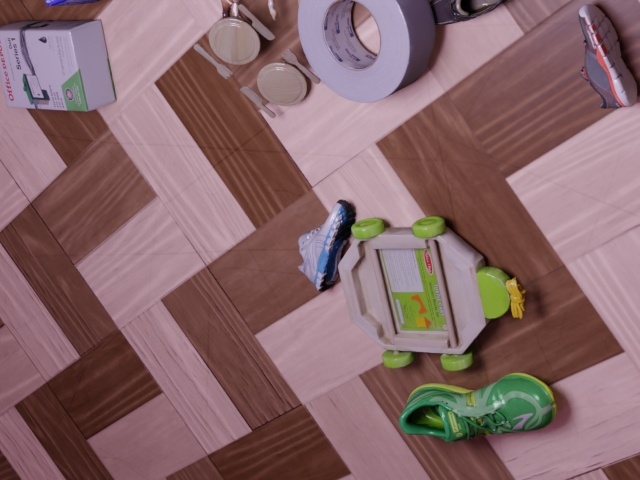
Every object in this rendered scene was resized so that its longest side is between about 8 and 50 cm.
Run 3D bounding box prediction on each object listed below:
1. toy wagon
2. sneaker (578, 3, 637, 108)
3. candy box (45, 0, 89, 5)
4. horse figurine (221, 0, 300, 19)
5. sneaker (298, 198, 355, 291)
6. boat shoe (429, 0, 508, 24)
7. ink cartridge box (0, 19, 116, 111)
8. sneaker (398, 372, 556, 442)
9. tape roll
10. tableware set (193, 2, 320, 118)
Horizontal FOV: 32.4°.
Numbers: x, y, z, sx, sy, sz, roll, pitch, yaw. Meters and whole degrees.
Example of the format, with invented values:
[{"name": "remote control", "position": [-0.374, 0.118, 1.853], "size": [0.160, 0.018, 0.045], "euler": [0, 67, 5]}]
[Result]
[{"name": "toy wagon", "position": [0.193, 0.089, 1.857], "size": [0.344, 0.068, 0.267], "euler": [-1, 112, 34]}, {"name": "sneaker", "position": [0.389, -0.254, 1.559], "size": [0.065, 0.061, 0.158], "euler": [-15, 103, 45]}, {"name": "candy box", "position": [-0.349, -0.554, 1.818], "size": [0.317, 0.122, 0.268], "euler": [-9, 100, 37]}, {"name": "horse figurine", "position": [-0.130, -0.433, 1.818], "size": [0.263, 0.066, 0.174], "euler": [-18, 105, 44]}, {"name": "sneaker", "position": [0.000, 0.000, 1.946], "size": [0.083, 0.071, 0.190], "euler": [35, 128, 22]}, {"name": "boat shoe", "position": [0.213, -0.354, 1.633], "size": [0.152, 0.049, 0.056], "euler": [-15, 105, 39]}, {"name": "ink cartridge box", "position": [-0.513, -0.335, 2.111], "size": [0.219, 0.092, 0.160], "euler": [6, 115, 32]}, {"name": "sneaker", "position": [0.265, 0.300, 1.875], "size": [0.296, 0.123, 0.109], "euler": [-13, 104, 37]}, {"name": "tape roll", "position": [0.069, -0.328, 1.710], "size": [0.219, 0.072, 0.219], "euler": [23, 128, 33]}, {"name": "tableware set", "position": [-0.101, -0.303, 1.842], "size": [0.194, 0.039, 0.128], "euler": [41, 128, -21]}]
